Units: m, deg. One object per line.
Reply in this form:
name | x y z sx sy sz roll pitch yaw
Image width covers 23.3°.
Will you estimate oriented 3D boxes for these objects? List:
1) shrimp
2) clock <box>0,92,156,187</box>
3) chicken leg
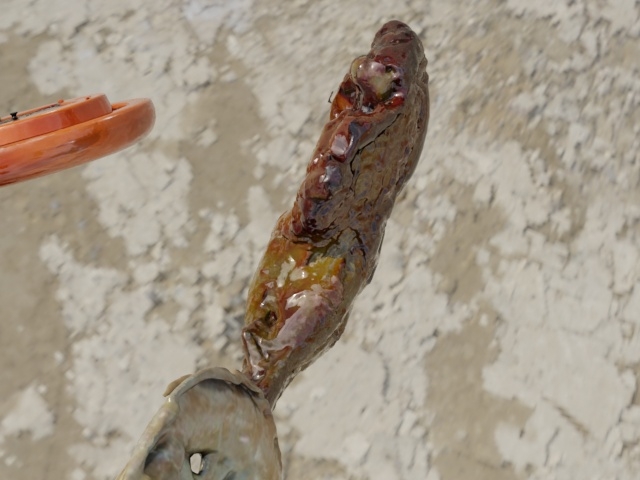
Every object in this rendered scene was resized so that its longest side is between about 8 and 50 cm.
shrimp | -0.069 0.133 0.648 0.047 0.223 0.126 4 115 23
clock | -0.235 -0.082 1.270 0.205 0.205 0.051 -11 102 20
chicken leg | 0.000 0.002 1.070 0.083 0.177 0.322 23 98 4
